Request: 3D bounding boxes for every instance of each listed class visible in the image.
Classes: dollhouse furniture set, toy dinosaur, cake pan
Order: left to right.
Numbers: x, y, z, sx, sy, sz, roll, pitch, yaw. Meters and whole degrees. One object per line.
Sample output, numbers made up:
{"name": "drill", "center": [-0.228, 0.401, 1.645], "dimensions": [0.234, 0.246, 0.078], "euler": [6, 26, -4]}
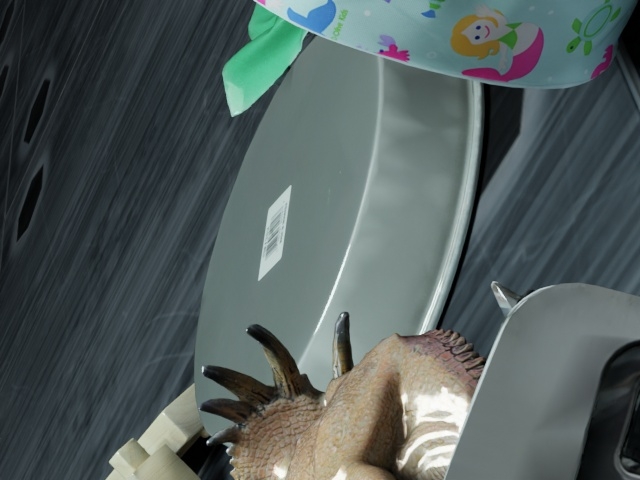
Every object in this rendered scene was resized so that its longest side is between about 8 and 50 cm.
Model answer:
{"name": "dollhouse furniture set", "center": [-0.102, 0.200, 1.185], "dimensions": [0.151, 0.123, 0.144], "euler": [-41, -6, -42]}
{"name": "cake pan", "center": [0.000, 0.000, 1.043], "dimensions": [0.293, 0.054, 0.293], "euler": [-162, 90, -72]}
{"name": "toy dinosaur", "center": [0.024, 0.099, 0.786], "dimensions": [0.295, 0.127, 0.200], "euler": [-41, 28, 47]}

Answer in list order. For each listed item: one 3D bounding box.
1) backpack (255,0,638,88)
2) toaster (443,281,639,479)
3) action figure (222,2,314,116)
{"name": "backpack", "center": [0.053, -0.190, 0.809], "dimensions": [0.253, 0.225, 0.191], "euler": [-96, 25, -44]}
{"name": "toaster", "center": [0.099, 0.104, 0.434], "dimensions": [0.110, 0.185, 0.168], "euler": [42, -115, -72]}
{"name": "action figure", "center": [0.016, -0.175, 1.150], "dimensions": [0.232, 0.063, 0.137], "euler": [-40, 34, 58]}
